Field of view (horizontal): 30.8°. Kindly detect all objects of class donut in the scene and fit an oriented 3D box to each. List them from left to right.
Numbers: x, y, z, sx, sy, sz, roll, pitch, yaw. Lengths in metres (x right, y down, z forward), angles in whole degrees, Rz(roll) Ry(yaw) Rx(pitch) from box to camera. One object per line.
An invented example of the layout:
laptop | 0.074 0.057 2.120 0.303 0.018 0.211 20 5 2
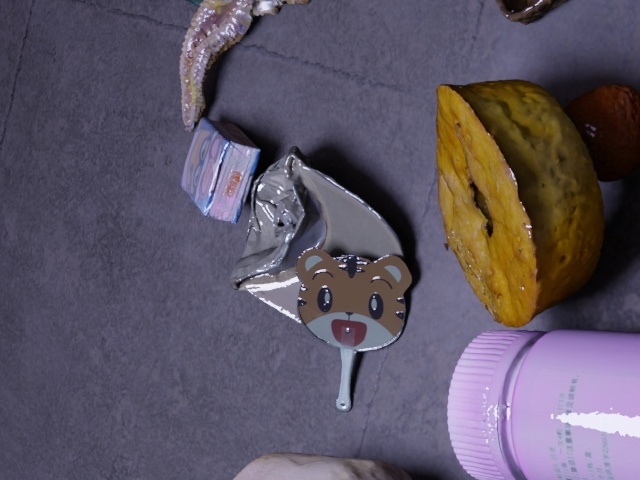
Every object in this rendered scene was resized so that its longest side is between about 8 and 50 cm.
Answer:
donut | 0.209 -0.049 1.254 0.277 0.108 0.277 161 90 -78

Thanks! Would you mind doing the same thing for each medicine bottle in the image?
medicine bottle | 0.292 0.180 1.181 0.291 0.178 0.178 -2 85 43

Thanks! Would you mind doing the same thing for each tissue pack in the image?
tissue pack | -0.144 -0.102 1.663 0.155 0.065 0.115 45 119 62

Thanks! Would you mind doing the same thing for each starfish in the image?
starfish | -0.120 -0.377 1.597 0.398 0.132 0.383 -14 121 34

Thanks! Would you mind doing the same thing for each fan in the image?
fan | 0.038 0.119 1.499 0.153 0.008 0.226 7 110 13

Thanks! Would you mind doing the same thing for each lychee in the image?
lychee | 0.298 -0.101 1.248 0.114 0.101 0.140 37 88 37

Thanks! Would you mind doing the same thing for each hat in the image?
hat | 0.000 0.000 1.551 0.245 0.149 0.214 29 115 2

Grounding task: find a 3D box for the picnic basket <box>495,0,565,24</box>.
picnic basket | 0.239 -0.351 1.365 0.110 0.055 0.193 -31 66 38

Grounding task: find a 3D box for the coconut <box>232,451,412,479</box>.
coconut | -0.015 0.397 1.371 0.329 0.329 0.328 -5 82 43

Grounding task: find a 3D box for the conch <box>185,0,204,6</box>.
conch | -0.228 -0.471 1.749 0.277 0.195 0.220 13 126 19
